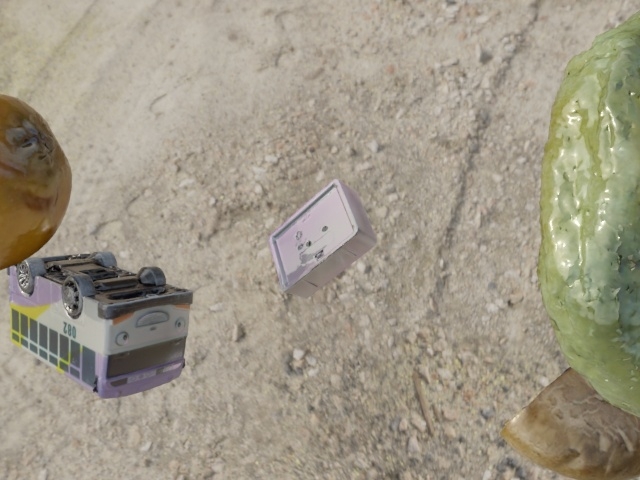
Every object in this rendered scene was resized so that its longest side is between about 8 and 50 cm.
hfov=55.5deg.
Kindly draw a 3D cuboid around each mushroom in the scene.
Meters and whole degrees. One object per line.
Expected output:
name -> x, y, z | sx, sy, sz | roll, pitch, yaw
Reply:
mushroom -> 0.385, 0.260, 0.841 | 0.286, 0.156, 0.151 | -8, 43, -38

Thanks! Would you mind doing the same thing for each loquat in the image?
loquat -> -0.610, -0.103, 1.086 | 0.329, 0.328, 0.328 | -5, 60, 8

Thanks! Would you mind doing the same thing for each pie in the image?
pie -> 0.233, -0.015, 0.381 | 0.079, 0.277, 0.276 | -12, 46, 56

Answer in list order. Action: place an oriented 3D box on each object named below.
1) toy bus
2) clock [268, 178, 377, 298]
toy bus -> -0.485, 0.172, 1.315 | 0.440, 0.209, 0.249 | 11, 101, 39
clock -> 0.000, 0.000, 1.153 | 0.197, 0.063, 0.150 | -40, 47, 24
